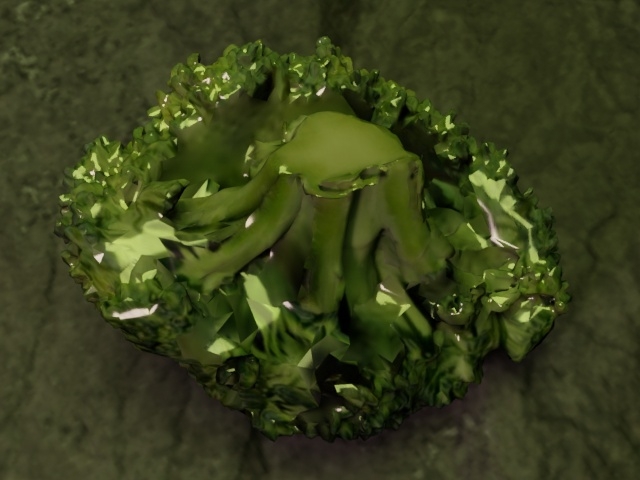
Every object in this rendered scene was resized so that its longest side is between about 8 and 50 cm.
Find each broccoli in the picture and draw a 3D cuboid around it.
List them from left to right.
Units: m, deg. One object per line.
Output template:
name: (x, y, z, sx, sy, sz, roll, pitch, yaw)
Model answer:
broccoli: (0.001, 0.002, 0.840, 0.226, 0.176, 0.198, 9, 65, 26)
